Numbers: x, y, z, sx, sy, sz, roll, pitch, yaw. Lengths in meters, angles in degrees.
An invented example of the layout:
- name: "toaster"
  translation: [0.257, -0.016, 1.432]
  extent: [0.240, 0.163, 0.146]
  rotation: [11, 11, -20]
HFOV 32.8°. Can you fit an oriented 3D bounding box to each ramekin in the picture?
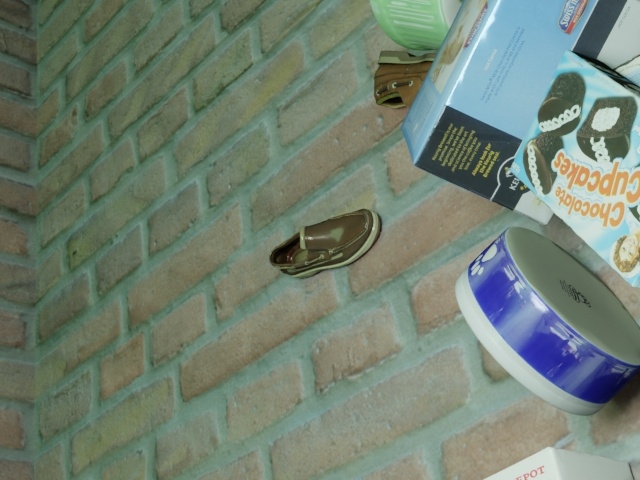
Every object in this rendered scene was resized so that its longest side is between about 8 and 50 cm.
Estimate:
- name: "ramekin"
  translation: [0.236, -0.452, 1.800]
  extent: [0.148, 0.303, 0.303]
  rotation: [26, 97, 45]

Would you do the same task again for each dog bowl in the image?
- name: "dog bowl"
  translation: [0.318, 0.107, 1.493]
  extent: [0.104, 0.265, 0.265]
  rotation: [-50, 43, 24]

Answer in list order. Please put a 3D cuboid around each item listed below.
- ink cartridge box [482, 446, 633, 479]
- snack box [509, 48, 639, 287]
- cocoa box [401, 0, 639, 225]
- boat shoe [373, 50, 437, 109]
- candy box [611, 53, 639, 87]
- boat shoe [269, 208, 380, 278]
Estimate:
- name: "ink cartridge box"
  translation: [0.323, 0.418, 1.440]
  extent: [0.171, 0.168, 0.232]
  rotation: [-38, 49, 38]
- name: "snack box"
  translation: [0.368, -0.096, 1.367]
  extent: [0.187, 0.060, 0.322]
  rotation: [-68, 28, 21]
- name: "cocoa box"
  translation: [0.297, -0.245, 1.608]
  extent: [0.231, 0.228, 0.347]
  rotation: [-92, 26, -70]
- name: "boat shoe"
  translation: [0.200, -0.273, 1.931]
  extent: [0.307, 0.111, 0.104]
  rotation: [19, 95, 62]
- name: "candy box"
  translation: [0.475, -0.120, 1.454]
  extent: [0.071, 0.159, 0.233]
  rotation: [-28, 63, 41]
- name: "boat shoe"
  translation: [0.000, 0.007, 2.063]
  extent: [0.257, 0.095, 0.095]
  rotation: [-31, 53, 40]
